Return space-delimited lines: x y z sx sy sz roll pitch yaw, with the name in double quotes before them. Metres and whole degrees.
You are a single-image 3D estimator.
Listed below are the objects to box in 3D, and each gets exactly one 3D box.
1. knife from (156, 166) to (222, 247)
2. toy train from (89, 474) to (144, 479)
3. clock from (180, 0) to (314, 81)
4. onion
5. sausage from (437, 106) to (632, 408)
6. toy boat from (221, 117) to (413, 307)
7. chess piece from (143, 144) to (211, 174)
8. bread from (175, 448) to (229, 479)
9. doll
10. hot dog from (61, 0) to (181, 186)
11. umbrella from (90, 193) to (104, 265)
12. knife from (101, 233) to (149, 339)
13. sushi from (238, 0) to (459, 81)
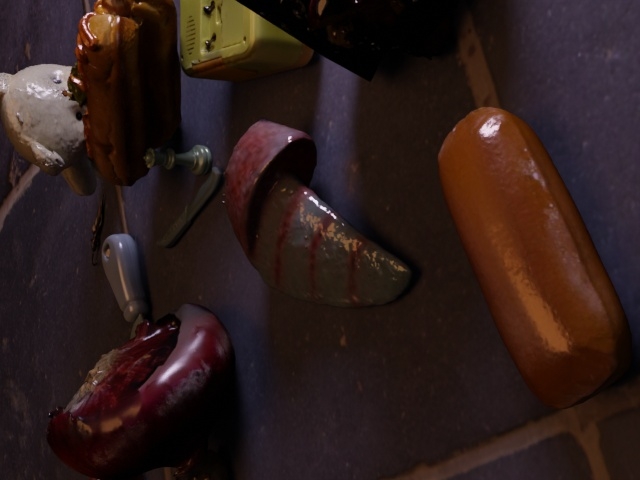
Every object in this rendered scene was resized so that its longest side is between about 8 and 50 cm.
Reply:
"knife" -0.183 -0.039 1.546 0.210 0.015 0.028 -47 60 46
"toy train" -0.244 0.509 1.569 0.409 0.086 0.089 61 138 35
"clock" -0.090 -0.271 1.340 0.202 0.096 0.143 1 93 57
"onion" -0.206 0.215 1.426 0.195 0.272 0.272 53 146 -12
"sausage" 0.178 0.008 0.944 0.105 0.105 0.274 -48 52 44
"toy boat" 0.000 0.000 1.239 0.282 0.096 0.206 37 127 35
"chess piece" -0.196 -0.109 1.494 0.042 0.093 0.042 2 93 53
"bread" -0.159 0.339 1.468 0.082 0.060 0.113 49 127 47
"doll" -0.354 -0.174 1.632 0.149 0.278 0.175 -39 79 8
"hot dog" -0.260 -0.208 1.447 0.158 0.117 0.349 -59 -9 -25
"umbrella" -0.367 -0.018 1.815 0.022 0.013 0.122 18 104 42
"knife" -0.269 0.142 1.657 0.080 0.044 0.331 -43 59 46
"sushi" 0.046 -0.290 1.075 0.212 0.215 0.227 38 100 44
